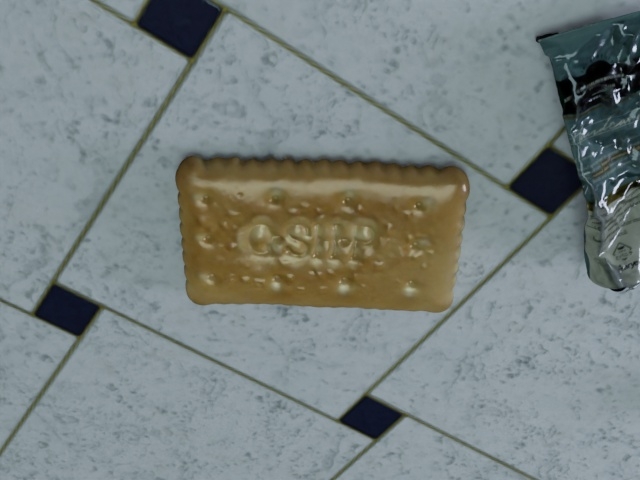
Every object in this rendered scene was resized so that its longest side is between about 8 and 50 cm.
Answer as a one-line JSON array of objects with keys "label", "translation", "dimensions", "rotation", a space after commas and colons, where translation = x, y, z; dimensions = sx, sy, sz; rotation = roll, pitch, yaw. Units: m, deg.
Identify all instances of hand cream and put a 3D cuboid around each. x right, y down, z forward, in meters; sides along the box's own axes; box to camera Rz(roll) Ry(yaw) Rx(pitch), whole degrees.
[{"label": "hand cream", "translation": [0.231, -0.061, 0.689], "dimensions": [0.075, 0.052, 0.248], "rotation": [-23, 119, -8]}]

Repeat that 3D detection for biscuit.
[{"label": "biscuit", "translation": [0.000, 0.001, 0.747], "dimensions": [0.250, 0.030, 0.160], "rotation": [3, 127, 1]}]
